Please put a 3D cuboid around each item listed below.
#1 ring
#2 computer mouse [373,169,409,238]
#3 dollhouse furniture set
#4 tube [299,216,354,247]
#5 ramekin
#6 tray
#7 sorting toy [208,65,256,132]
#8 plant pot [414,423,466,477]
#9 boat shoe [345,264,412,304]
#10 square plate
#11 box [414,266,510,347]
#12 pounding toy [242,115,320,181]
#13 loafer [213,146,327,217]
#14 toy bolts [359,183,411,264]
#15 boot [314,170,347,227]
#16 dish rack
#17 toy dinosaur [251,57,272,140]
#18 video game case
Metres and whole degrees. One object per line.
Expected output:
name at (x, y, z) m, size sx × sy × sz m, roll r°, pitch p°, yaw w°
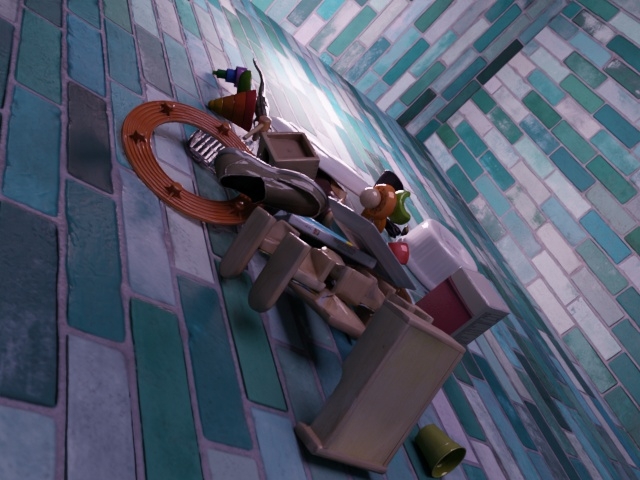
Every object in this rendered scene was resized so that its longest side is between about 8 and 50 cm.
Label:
ring at (-0.249, -0.173, 1.348) m, size 0.337 × 0.032 × 0.336 m, roll 28°, pitch 37°, yaw -23°
computer mouse at (0.221, -0.100, 2.067) m, size 0.184 × 0.060 × 0.262 m, roll 51°, pitch -23°, yaw 12°
dollhouse furniture set at (0.024, 0.180, 1.169) m, size 0.362 × 0.256 × 0.394 m, roll 31°, pitch 4°, yaw -37°
tube at (0.019, 0.000, 1.572) m, size 0.207 × 0.052 × 0.080 m, roll 31°, pitch -16°, yaw -7°
ramekin at (0.394, 0.058, 2.147) m, size 0.277 × 0.135 × 0.277 m, roll 39°, pitch 22°, yaw -19°
tray at (0.108, 0.018, 1.390) m, size 0.145 × 0.030 × 0.270 m, roll 33°, pitch -12°, yaw 42°
sorting toy at (-0.265, -0.429, 1.865) m, size 0.126 × 0.127 × 0.365 m, roll 6°, pitch 31°, yaw -16°
plant pot at (0.227, 0.402, 1.259) m, size 0.083 × 0.083 × 0.079 m, roll 24°, pitch 18°, yaw -46°
boat shoe at (0.154, 0.124, 1.616) m, size 0.342 × 0.123 × 0.123 m, roll -116°, pitch -176°, yaw -55°
square plate at (0.019, -0.247, 1.989) m, size 0.347 × 0.049 × 0.344 m, roll 30°, pitch 12°, yaw -44°
box at (0.327, 0.191, 1.617) m, size 0.149 × 0.232 × 0.126 m, roll 19°, pitch 34°, yaw -53°
pounding toy at (-0.127, -0.241, 1.737) m, size 0.181 × 0.094 × 0.206 m, roll -5°, pitch 46°, yaw -24°
loafer at (-0.105, -0.099, 1.320) m, size 0.251 × 0.094 × 0.087 m, roll 21°, pitch 44°, yaw -14°
toy bolts at (0.141, -0.033, 1.839) m, size 0.159 × 0.218 × 0.228 m, roll 12°, pitch 70°, yaw -36°
boot at (-0.034, -0.139, 1.792) m, size 0.207 × 0.090 × 0.248 m, roll 32°, pitch 23°, yaw -4°
dish rack at (-0.185, -0.177, 1.536) m, size 0.271 × 0.074 × 0.208 m, roll 42°, pitch 20°, yaw -11°
toy dinosaur at (-0.176, -0.391, 1.897) m, size 0.118 × 0.064 × 0.268 m, roll 99°, pitch -14°, yaw -66°
video game case at (0.000, 0.000, 1.430) m, size 0.206 × 0.026 × 0.227 m, roll 28°, pitch -5°, yaw -13°
